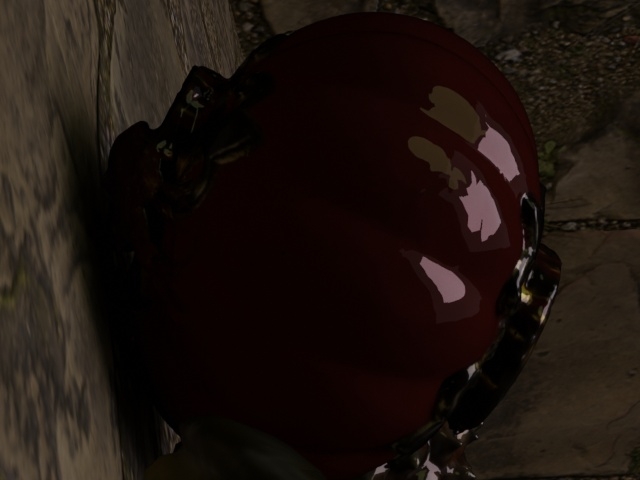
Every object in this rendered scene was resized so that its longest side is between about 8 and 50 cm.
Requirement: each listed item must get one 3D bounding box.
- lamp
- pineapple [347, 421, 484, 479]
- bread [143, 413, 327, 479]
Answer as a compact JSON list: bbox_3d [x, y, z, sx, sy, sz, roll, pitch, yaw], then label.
[{"bbox_3d":[0.000,0.000,0.903,0.227,0.227,0.227,-13,90,-88],"label":"lamp"},{"bbox_3d":[0.015,0.162,1.108,0.175,0.175,0.361,72,14,-71],"label":"pineapple"},{"bbox_3d":[0.006,0.192,0.394,0.262,0.162,0.204,44,-23,48],"label":"bread"}]
